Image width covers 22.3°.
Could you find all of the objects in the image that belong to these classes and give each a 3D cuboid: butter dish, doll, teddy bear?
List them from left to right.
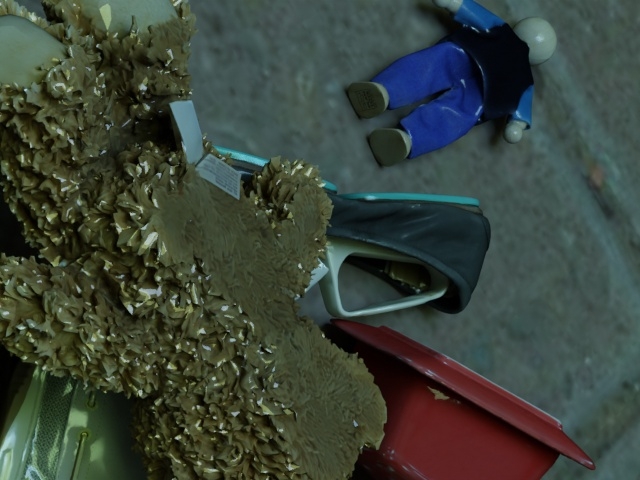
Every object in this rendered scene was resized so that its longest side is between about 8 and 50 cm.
[{"bbox_3d":[-0.094,0.003,0.907,0.338,0.113,0.245,53,40,-25],"label":"teddy bear"},{"bbox_3d":[0.071,0.137,1.077,0.160,0.160,0.118,30,88,-22],"label":"butter dish"},{"bbox_3d":[0.108,-0.126,1.203,0.189,0.046,0.129,-27,95,-33],"label":"doll"}]

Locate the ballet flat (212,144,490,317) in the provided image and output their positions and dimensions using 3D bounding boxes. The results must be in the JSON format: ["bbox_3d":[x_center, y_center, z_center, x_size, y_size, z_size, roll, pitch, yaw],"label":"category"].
[{"bbox_3d":[0.000,0.000,1.080,0.280,0.095,0.096,10,80,-30],"label":"ballet flat"}]

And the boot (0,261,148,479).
[{"bbox_3d":[-0.114,0.099,0.995,0.165,0.077,0.213,26,72,-24],"label":"boot"}]
